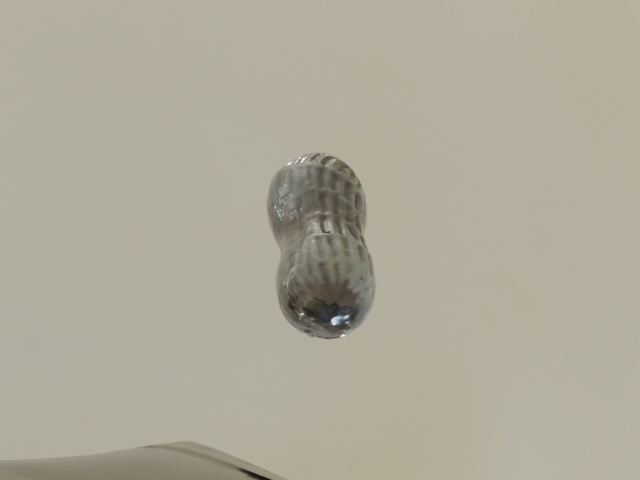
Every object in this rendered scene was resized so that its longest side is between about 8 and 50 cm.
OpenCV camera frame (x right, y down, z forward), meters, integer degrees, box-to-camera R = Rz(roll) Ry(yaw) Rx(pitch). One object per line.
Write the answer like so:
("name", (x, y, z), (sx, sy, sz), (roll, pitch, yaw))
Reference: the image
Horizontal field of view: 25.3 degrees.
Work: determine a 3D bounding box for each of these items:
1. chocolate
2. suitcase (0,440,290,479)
("chocolate", (0.000, 0.000, 0.974), (0.072, 0.167, 0.072), (-2, -48, -3))
("suitcase", (-0.067, 0.215, 0.655), (0.434, 0.283, 0.194), (11, -81, -65))
